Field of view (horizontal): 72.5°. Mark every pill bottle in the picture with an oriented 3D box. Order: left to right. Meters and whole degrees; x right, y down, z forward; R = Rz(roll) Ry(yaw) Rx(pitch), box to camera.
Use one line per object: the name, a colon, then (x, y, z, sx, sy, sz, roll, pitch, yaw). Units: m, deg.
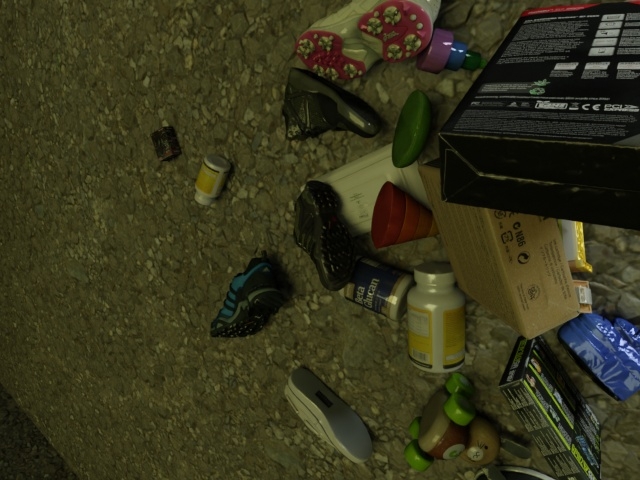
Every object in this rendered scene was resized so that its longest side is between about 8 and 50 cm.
pill bottle: (-0.266, -0.145, 1.060, 0.065, 0.065, 0.116, 41, 121, 18)
pill bottle: (0.093, 0.085, 0.867, 0.169, 0.094, 0.094, 21, 114, 28)
pill bottle: (0.211, 0.138, 0.798, 0.103, 0.103, 0.184, 5, 106, 33)

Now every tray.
tray: (0.076, -0.085, 0.870, 0.270, 0.030, 0.145, -20, 93, 36)

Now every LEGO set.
LEGO set: (0.330, -0.031, 0.666, 0.107, 0.132, 0.287, -11, 103, 44)

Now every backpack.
backpack: (0.433, 0.161, 0.664, 0.101, 0.098, 0.120, -48, 65, 12)

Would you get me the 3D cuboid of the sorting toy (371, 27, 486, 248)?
sorting toy: (0.190, -0.149, 0.734, 0.126, 0.127, 0.365, 12, 105, -7)

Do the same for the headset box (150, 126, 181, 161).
headset box: (-0.403, -0.248, 1.143, 0.062, 0.032, 0.083, -13, 94, 35)

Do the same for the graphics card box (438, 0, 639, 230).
graphics card box: (0.305, -0.165, 0.493, 0.233, 0.371, 0.094, 13, 136, 30)

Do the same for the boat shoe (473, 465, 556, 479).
boat shoe: (0.416, 0.492, 0.768, 0.302, 0.091, 0.114, -2, 102, 34)

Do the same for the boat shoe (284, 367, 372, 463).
boat shoe: (0.013, 0.418, 1.027, 0.258, 0.095, 0.084, 45, 128, 28)

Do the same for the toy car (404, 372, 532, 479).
toy car: (0.280, 0.375, 0.808, 0.188, 0.149, 0.155, 34, 110, 9)

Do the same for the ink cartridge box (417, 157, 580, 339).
ink cartridge box: (0.247, -0.009, 0.627, 0.088, 0.193, 0.235, -25, 109, -2)

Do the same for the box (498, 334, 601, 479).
box: (0.364, 0.260, 0.681, 0.045, 0.184, 0.191, -37, 83, 36)

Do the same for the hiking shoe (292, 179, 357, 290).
hiking shoe: (0.000, 0.000, 0.866, 0.114, 0.086, 0.227, -42, 53, 51)

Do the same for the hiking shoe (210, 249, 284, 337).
hiking shoe: (-0.185, 0.151, 1.087, 0.304, 0.113, 0.132, -40, 50, 41)

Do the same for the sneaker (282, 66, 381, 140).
sneaker: (0.012, -0.229, 0.840, 0.227, 0.087, 0.130, 36, 122, 24)

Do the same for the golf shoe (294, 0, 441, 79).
golf shoe: (0.080, -0.368, 0.753, 0.306, 0.115, 0.140, 10, 65, 47)
